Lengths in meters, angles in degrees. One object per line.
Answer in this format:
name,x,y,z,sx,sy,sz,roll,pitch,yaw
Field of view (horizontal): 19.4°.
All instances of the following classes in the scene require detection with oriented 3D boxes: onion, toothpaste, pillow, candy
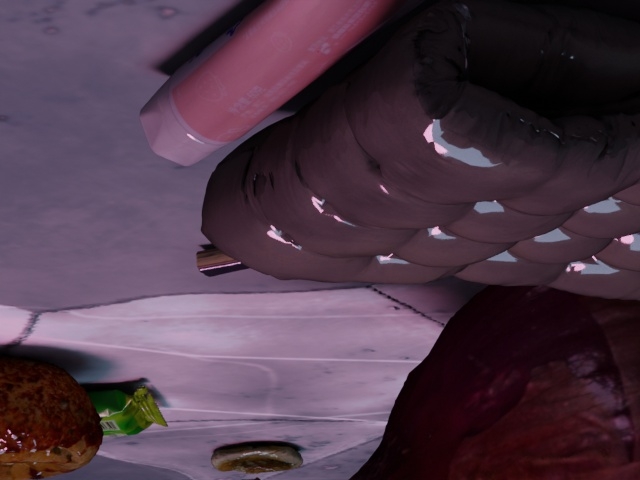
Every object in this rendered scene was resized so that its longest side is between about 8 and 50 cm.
onion,0.127,0.173,1.164,0.385,0.347,0.348,-3,162,-10
toothpaste,-0.013,-0.088,0.819,0.067,0.042,0.194,7,154,-37
pillow,0.132,-0.033,0.896,0.326,0.101,0.228,7,161,-26
candy,-0.218,0.142,1.495,0.178,0.032,0.102,-5,165,4

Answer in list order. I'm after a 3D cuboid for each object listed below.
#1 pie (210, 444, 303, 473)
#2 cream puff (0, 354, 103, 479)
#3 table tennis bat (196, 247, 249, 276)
pie,-0.060,0.200,1.711,0.085,0.017,0.085,-2,161,-1
cream puff,-0.233,0.132,1.381,0.149,0.084,0.149,-2,166,-1
table tennis bat,0.000,0.000,1.120,0.158,0.014,0.095,-11,161,21
